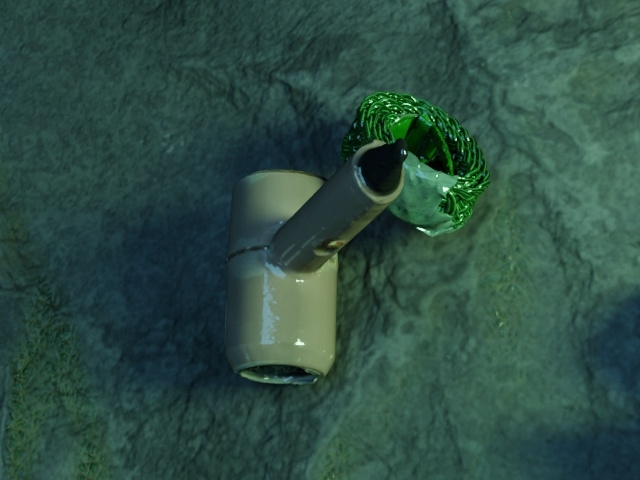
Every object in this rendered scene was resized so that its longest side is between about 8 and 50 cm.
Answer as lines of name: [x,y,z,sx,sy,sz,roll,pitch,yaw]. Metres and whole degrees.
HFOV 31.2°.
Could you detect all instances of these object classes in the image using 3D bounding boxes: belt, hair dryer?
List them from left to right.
hair dryer: [0.000,0.000,0.975,0.107,0.344,0.189,8,69,-16]
belt: [0.086,-0.066,1.066,0.151,0.121,0.079,49,133,29]
